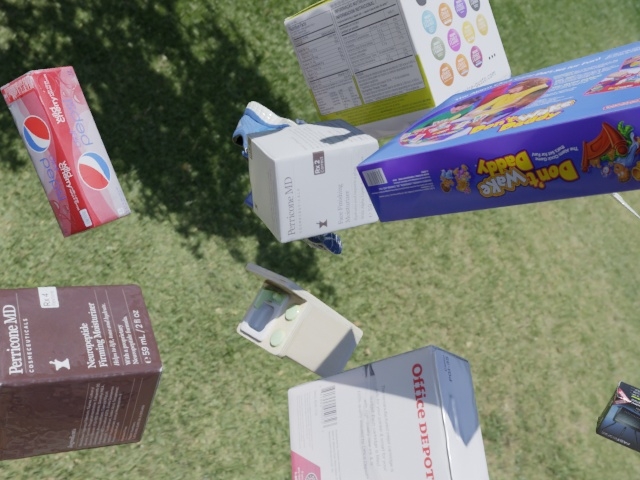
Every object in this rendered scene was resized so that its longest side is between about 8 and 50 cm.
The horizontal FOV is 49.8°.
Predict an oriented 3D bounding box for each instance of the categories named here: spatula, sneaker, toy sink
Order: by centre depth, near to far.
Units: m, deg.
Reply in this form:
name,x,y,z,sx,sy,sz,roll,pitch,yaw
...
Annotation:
name,x,y,z,sx,sy,sz,roll,pitch,yaw
spatula,0.408,-0.139,1.114,0.168,0.019,0.242,27,24,-33
toy sink,-0.061,0.165,1.346,0.234,0.152,0.131,39,76,-39
sneaker,-0.110,-0.235,1.762,0.147,0.330,0.130,-55,137,-3
sneaker,0.000,0.000,1.808,0.135,0.058,0.052,28,68,-34

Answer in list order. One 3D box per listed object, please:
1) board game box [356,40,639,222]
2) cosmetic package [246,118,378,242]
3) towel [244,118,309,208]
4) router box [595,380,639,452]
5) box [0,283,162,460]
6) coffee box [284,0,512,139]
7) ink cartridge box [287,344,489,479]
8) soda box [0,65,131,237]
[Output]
name,x,y,z,sx,sy,sz,roll,pitch,yaw
board game box,0.243,-0.124,0.755,0.233,0.347,0.078,-39,112,-38
cosmetic package,-0.014,-0.107,1.176,0.183,0.151,0.151,-14,118,-19
towel,-0.063,-0.174,1.874,0.209,0.285,0.034,34,2,28
router box,0.496,0.279,1.048,0.122,0.092,0.038,22,40,18
box,-0.346,0.177,0.951,0.203,0.167,0.168,0,41,-30
coffee box,0.186,-0.451,1.629,0.337,0.338,0.334,-36,111,-40
ink cartridge box,0.094,0.299,1.033,0.117,0.283,0.207,27,50,-44
soda box,-0.415,-0.145,1.135,0.092,0.083,0.263,-34,106,-57
